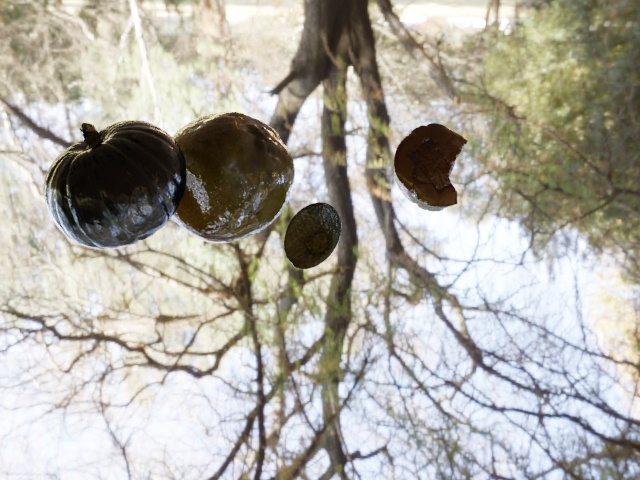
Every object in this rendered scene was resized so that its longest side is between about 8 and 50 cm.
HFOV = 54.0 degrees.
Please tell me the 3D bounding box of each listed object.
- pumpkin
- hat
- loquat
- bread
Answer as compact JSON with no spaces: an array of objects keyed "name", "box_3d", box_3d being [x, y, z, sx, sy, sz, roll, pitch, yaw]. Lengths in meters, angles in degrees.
[{"name":"pumpkin","box_3d":[-0.355,-0.109,1.084,0.249,0.216,0.250,-14,-148,9]},{"name":"hat","box_3d":[0.000,0.000,1.302,0.146,0.146,0.067,23,175,42]},{"name":"loquat","box_3d":[-0.191,-0.136,1.293,0.283,0.276,0.276,-32,180,38]},{"name":"bread","box_3d":[0.191,-0.132,1.132,0.125,0.156,0.086,13,166,1]}]
